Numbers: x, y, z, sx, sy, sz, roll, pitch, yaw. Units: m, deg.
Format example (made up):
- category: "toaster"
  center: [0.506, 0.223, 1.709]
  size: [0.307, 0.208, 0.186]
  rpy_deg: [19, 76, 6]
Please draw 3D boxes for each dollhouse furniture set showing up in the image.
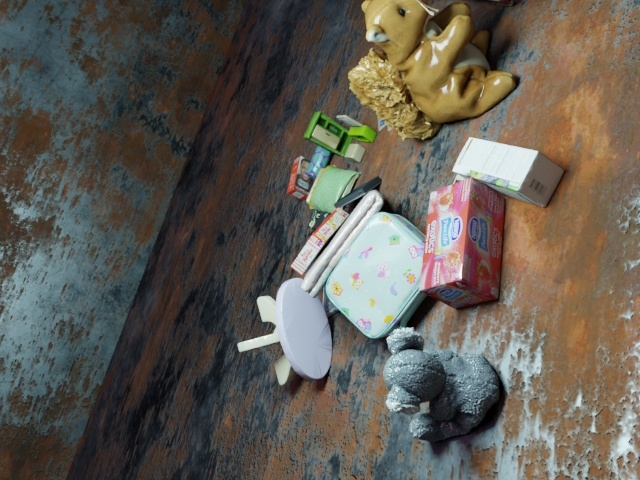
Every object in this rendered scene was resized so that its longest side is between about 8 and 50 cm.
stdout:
- category: "dollhouse furniture set"
  center: [0.023, -0.249, 2.110]
  size: [0.197, 0.151, 0.302]
  rpy_deg: [17, 82, 61]

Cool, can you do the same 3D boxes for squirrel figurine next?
- category: "squirrel figurine"
  center: [0.233, -0.462, 1.710]
  size: [0.397, 0.370, 0.281]
  rpy_deg: [-40, 37, 37]

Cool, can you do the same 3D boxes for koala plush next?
- category: "koala plush"
  center: [0.215, 0.276, 1.294]
  size: [0.203, 0.221, 0.196]
  rpy_deg: [-26, 45, 48]

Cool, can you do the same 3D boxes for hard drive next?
- category: "hard drive"
  center: [0.111, -0.143, 1.963]
  size: [0.135, 0.022, 0.094]
  rpy_deg: [-27, 9, 48]

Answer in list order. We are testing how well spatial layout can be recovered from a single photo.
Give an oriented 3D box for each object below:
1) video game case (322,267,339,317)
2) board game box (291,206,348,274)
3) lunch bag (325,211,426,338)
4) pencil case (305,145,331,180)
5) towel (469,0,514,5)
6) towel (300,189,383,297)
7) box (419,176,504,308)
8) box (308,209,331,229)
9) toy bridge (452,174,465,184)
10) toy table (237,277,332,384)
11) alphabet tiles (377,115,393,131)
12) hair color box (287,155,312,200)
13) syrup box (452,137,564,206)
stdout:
- category: "video game case"
  center: [0.067, 0.107, 1.881]
  size: [0.173, 0.022, 0.191]
  rpy_deg: [-37, 39, 40]
- category: "board game box"
  center: [0.000, 0.000, 1.928]
  size: [0.147, 0.045, 0.193]
  rpy_deg: [-55, -4, 34]
- category: "lunch bag"
  center: [0.159, 0.092, 1.584]
  size: [0.224, 0.107, 0.279]
  rpy_deg: [42, 110, 23]
- category: "pencil case"
  center: [0.003, -0.283, 2.261]
  size: [0.070, 0.064, 0.152]
  rpy_deg: [49, -116, -80]
- category: "towel"
  center: [0.344, -0.652, 1.678]
  size: [0.237, 0.329, 0.037]
  rpy_deg: [20, 110, 28]
- category: "towel"
  center: [0.065, -0.002, 1.772]
  size: [0.317, 0.053, 0.332]
  rpy_deg: [-53, 2, 6]
- category: "box"
  center: [0.316, 0.006, 1.450]
  size: [0.128, 0.122, 0.257]
  rpy_deg: [-22, 49, 50]
- category: "box"
  center: [0.010, -0.056, 2.075]
  size: [0.083, 0.052, 0.062]
  rpy_deg: [21, 85, 61]
- category: "toy bridge"
  center: [0.359, -0.150, 1.608]
  size: [0.063, 0.026, 0.188]
  rpy_deg: [21, 85, 62]
- category: "toy table"
  center: [-0.087, 0.258, 1.808]
  size: [0.160, 0.252, 0.275]
  rpy_deg: [-23, 67, 41]
- category: "alphabet tiles"
  center: [0.247, -0.458, 2.063]
  size: [0.198, 0.009, 0.237]
  rpy_deg: [-39, 37, 37]
- category: "hair color box"
  center: [-0.067, -0.221, 2.317]
  size: [0.043, 0.072, 0.141]
  rpy_deg: [-26, 46, 49]
- category: "syrup box"
  center: [0.412, -0.156, 1.457]
  size: [0.096, 0.093, 0.237]
  rpy_deg: [-63, 29, 2]
